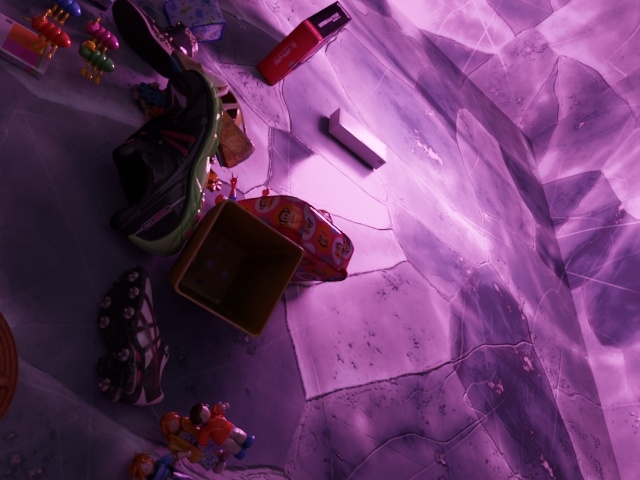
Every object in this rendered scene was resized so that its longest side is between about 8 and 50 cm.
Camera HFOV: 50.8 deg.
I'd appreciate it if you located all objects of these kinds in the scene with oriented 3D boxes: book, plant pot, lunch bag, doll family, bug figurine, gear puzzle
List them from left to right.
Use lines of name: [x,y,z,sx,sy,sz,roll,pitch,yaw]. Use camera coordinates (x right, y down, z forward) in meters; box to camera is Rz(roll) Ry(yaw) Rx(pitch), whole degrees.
book: [-0.659,-0.425,1.465,0.144,0.035,0.096,32,43,-31]
bug figurine: [-0.564,-0.483,1.552,0.216,0.072,0.279,36,25,-33]
doll family: [-0.249,0.403,1.195,0.163,0.118,0.263,45,52,-26]
gear puzzle: [-0.337,-0.261,1.672,0.175,0.044,0.339,-1,57,-55]
lunch bag: [-0.370,-0.648,1.971,0.151,0.096,0.128,-14,69,-24]
plant pot: [-0.264,-0.334,1.808,0.134,0.134,0.095,64,11,13]
plant pot: [-0.203,0.055,1.427,0.212,0.187,0.212,36,73,-27]
lunch bag: [-0.088,0.001,1.609,0.293,0.258,0.120,39,59,-46]

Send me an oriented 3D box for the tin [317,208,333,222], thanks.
tin: [0.000,0.000,1.844,0.040,0.106,0.189,10,53,-47]

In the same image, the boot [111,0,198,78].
boot: [-0.439,-0.561,1.815,0.236,0.085,0.178,51,31,-18]

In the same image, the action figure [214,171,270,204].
action figure: [-0.147,-0.085,1.726,0.280,0.091,0.139,23,72,-39]

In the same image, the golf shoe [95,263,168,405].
golf shoe: [-0.349,0.181,1.275,0.120,0.105,0.272,39,39,-49]

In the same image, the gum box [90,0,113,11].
gum box: [-0.607,-0.710,1.772,0.157,0.041,0.184,31,39,-31]

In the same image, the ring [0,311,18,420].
ring: [-0.611,0.170,0.997,0.337,0.032,0.336,32,40,-32]

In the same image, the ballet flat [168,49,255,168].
ballet flat: [-0.267,-0.344,1.710,0.123,0.123,0.348,-8,67,-54]

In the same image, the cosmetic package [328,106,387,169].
cosmetic package: [0.132,-0.355,2.367,0.239,0.060,0.099,35,40,-28]

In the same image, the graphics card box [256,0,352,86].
graphics card box: [-0.048,-0.667,2.263,0.094,0.233,0.371,49,34,-8]

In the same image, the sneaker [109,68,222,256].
sneaker: [-0.344,-0.204,1.487,0.202,0.185,0.482,20,55,-25]
